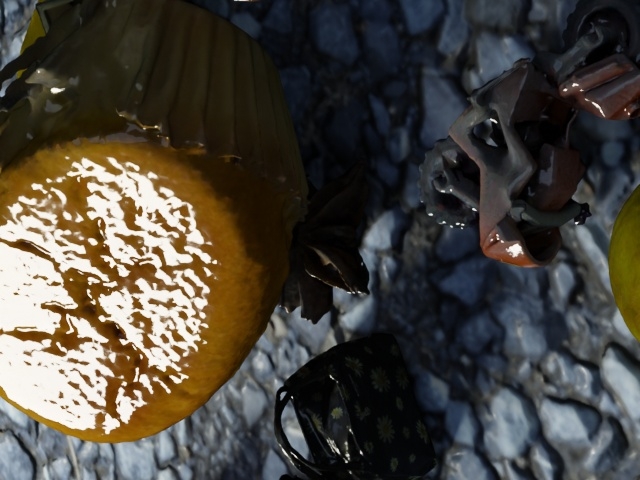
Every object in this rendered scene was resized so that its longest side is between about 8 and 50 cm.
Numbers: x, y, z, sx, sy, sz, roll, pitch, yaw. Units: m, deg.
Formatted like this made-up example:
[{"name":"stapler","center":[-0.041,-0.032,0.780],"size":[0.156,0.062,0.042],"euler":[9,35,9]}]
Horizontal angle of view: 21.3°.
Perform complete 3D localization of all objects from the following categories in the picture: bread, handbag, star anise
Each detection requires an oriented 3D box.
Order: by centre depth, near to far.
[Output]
[{"name":"handbag","center":[0.013,0.134,1.243],"size":[0.072,0.139,0.115],"euler":[-23,82,32]},{"name":"bread","center":[-0.142,0.000,1.279],"size":[0.388,0.236,0.183],"euler":[110,167,-50]},{"name":"star anise","center":[-0.006,0.007,1.296],"size":[0.129,0.056,0.124],"euler":[-29,55,48]}]

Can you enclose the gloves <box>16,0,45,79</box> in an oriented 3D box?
[{"name":"gloves","center":[-0.191,-0.201,1.389],"size":[0.133,0.116,0.294],"euler":[20,104,25]}]

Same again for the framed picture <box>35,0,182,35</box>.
[{"name":"framed picture","center":[-0.147,-0.134,1.334],"size":[0.011,0.109,0.149],"euler":[-113,5,-66]}]

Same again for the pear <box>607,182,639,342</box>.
[{"name":"pear","center":[0.250,0.011,1.015],"size":[0.162,0.149,0.148],"euler":[-45,69,36]}]

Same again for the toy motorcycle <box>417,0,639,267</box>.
[{"name":"toy motorcycle","center":[0.155,-0.064,1.127],"size":[0.212,0.084,0.118],"euler":[-45,61,31]}]

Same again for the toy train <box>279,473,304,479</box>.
[{"name":"toy train","center":[-0.029,0.268,1.339],"size":[0.127,0.089,0.219],"euler":[42,123,39]}]
